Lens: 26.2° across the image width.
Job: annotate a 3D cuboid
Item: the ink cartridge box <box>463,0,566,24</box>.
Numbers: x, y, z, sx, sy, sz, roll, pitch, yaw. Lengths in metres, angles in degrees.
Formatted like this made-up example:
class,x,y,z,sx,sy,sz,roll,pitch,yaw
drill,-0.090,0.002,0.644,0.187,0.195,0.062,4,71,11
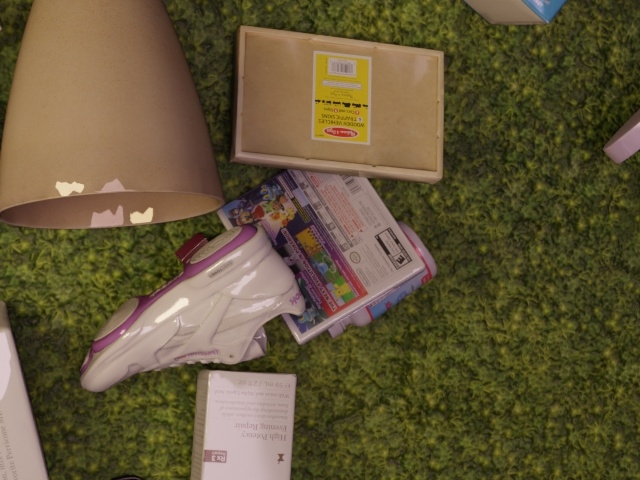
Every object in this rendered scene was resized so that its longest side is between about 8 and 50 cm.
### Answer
class,x,y,z,sx,sy,sz,roll,pitch,yaw
ink cartridge box,0.252,-0.426,1.654,0.198,0.197,0.270,39,88,-16

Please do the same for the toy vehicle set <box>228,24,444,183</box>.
class,x,y,z,sx,sy,sz,roll,pitch,yaw
toy vehicle set,0.023,-0.166,1.692,0.266,0.035,0.166,6,79,-15

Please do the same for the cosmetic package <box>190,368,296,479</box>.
class,x,y,z,sx,sy,sz,roll,pitch,yaw
cosmetic package,-0.099,0.278,1.708,0.117,0.085,0.231,4,84,-15

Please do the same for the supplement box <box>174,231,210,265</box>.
class,x,y,z,sx,sy,sz,roll,pitch,yaw
supplement box,-0.135,0.036,1.698,0.043,0.055,0.083,-43,107,-5

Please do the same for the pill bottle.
class,x,y,z,sx,sy,sz,roll,pitch,yaw
pill bottle,0.061,0.052,1.735,0.160,0.087,0.087,-35,105,-7

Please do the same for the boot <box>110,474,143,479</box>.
class,x,y,z,sx,sy,sz,roll,pitch,yaw
boot,-0.267,0.337,1.686,0.121,0.099,0.045,-19,104,-11

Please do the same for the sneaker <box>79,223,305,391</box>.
class,x,y,z,sx,sy,sz,roll,pitch,yaw
sneaker,-0.155,0.114,1.636,0.305,0.114,0.152,-34,107,19

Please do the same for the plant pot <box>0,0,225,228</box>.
class,x,y,z,sx,sy,sz,roll,pitch,yaw
plant pot,-0.247,-0.166,1.557,0.256,0.256,0.274,-3,83,-14

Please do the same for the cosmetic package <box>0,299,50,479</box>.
class,x,y,z,sx,sy,sz,roll,pitch,yaw
cosmetic package,-0.553,0.241,1.563,0.453,0.161,0.230,-13,103,-13

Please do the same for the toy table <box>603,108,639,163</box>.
class,x,y,z,sx,sy,sz,roll,pitch,yaw
toy table,0.515,-0.154,1.761,0.274,0.252,0.161,-44,90,4

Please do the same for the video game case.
class,x,y,z,sx,sy,sz,roll,pitch,yaw
video game case,0.000,0.000,1.695,0.183,0.023,0.201,-30,74,-8
